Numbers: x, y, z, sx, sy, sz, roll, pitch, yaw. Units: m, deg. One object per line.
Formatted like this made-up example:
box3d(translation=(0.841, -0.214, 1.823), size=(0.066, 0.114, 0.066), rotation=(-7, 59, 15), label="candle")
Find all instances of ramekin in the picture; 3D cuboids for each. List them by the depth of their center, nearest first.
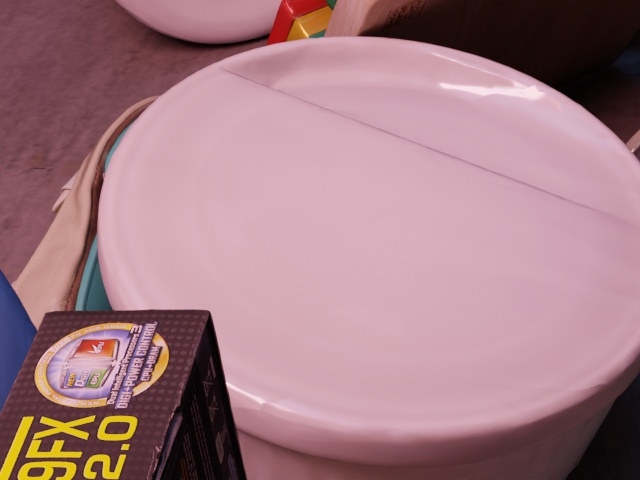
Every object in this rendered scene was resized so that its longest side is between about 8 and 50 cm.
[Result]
box3d(translation=(0.027, 0.030, 0.851), size=(0.272, 0.127, 0.273), rotation=(4, 44, -4), label="ramekin")

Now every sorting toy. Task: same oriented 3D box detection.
box3d(translation=(0.092, -0.156, 1.045), size=(0.255, 0.257, 0.089), rotation=(-24, 74, -19), label="sorting toy")

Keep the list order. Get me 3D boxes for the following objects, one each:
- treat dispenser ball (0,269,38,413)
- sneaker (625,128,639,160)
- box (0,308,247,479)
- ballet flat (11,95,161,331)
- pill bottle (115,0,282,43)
box3d(translation=(-0.252, 0.097, 0.736), size=(0.288, 0.288, 0.288), rotation=(-7, 33, 5), label="treat dispenser ball")
box3d(translation=(0.278, -0.034, 0.967), size=(0.222, 0.083, 0.118), rotation=(-14, 34, -6), label="sneaker")
box3d(translation=(-0.060, 0.190, 0.557), size=(0.060, 0.270, 0.216), rotation=(-1, 35, 12), label="box")
box3d(translation=(-0.135, -0.001, 1.048), size=(0.086, 0.086, 0.248), rotation=(0, 36, 16), label="ballet flat")
box3d(translation=(-0.107, -0.318, 1.386), size=(0.210, 0.210, 0.363), rotation=(-15, 34, -7), label="pill bottle")
